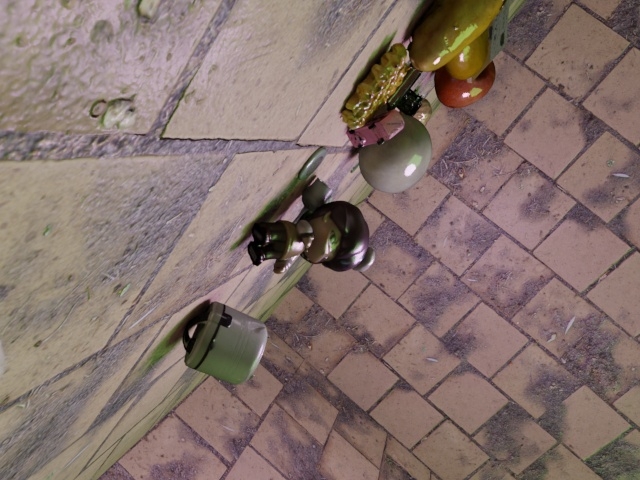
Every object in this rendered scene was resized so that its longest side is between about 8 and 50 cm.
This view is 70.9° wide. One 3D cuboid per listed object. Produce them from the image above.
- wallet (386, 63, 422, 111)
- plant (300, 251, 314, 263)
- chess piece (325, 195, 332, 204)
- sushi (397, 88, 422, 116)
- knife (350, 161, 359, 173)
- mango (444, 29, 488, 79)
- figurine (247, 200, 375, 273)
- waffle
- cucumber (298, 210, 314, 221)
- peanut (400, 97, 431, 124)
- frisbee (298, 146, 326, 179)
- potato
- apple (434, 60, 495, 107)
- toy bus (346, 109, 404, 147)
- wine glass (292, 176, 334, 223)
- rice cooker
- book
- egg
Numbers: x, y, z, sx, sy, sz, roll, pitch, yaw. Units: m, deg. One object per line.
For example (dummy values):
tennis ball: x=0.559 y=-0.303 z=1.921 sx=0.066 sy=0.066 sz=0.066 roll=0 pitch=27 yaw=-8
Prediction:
wallet: x=0.291 y=-0.523 z=1.430 sx=0.243 sy=0.039 sz=0.133 roll=-53 pitch=170 yaw=6
plant: x=0.000 y=0.000 z=1.944 sx=0.178 sy=0.204 sz=0.234 roll=-58 pitch=-171 yaw=-24
chess piece: x=0.022 y=-0.157 z=1.832 sx=0.042 sy=0.042 sz=0.093 roll=-53 pitch=179 yaw=38
sushi: x=0.319 y=-0.498 z=1.606 sx=0.056 sy=0.083 sz=0.085 roll=-44 pitch=171 yaw=-45
knife: x=0.198 y=-0.363 z=1.949 sx=0.212 sy=0.015 sz=0.054 roll=-48 pitch=175 yaw=-15
mango: x=0.442 y=-0.604 z=1.397 sx=0.331 sy=0.142 sz=0.195 roll=-33 pitch=120 yaw=-58
figurine: x=-0.009 y=-0.001 z=1.265 sx=0.365 sy=0.206 sz=0.218 roll=-15 pitch=119 yaw=-48
waffle: x=0.150 y=-0.385 z=1.124 sx=0.253 sy=0.056 sz=0.249 roll=-43 pitch=174 yaw=-45
cucumber: x=-0.048 y=-0.067 z=1.700 sx=0.074 sy=0.074 sz=0.241 roll=-48 pitch=172 yaw=-21
peanut: x=0.405 y=-0.531 z=1.941 sx=0.136 sy=0.120 sz=0.298 roll=-26 pitch=180 yaw=9
frisbee: x=-0.020 y=-0.205 z=1.211 sx=0.110 sy=0.014 sz=0.110 roll=-49 pitch=175 yaw=-5
potato: x=0.335 y=-0.544 z=1.085 sx=0.300 sy=0.140 sz=0.173 roll=-45 pitch=-177 yaw=9
apple: x=0.581 y=-0.663 z=1.847 sx=0.253 sy=0.253 sz=0.253 roll=-49 pitch=175 yaw=-6
toy bus: x=0.151 y=-0.306 z=1.244 sx=0.090 sy=0.063 sz=0.203 roll=-40 pitch=-161 yaw=-16
wine glass: x=-0.045 y=-0.103 z=1.399 sx=0.195 sy=0.079 sz=0.079 roll=-49 pitch=175 yaw=11
rice cooker: x=-0.300 y=0.312 z=1.385 sx=0.226 sy=0.244 sz=0.226 roll=-52 pitch=-157 yaw=33
book: x=0.624 y=-0.786 z=1.658 sx=0.389 sy=0.032 sz=0.269 roll=-48 pitch=139 yaw=-33
egg: x=0.265 y=-0.304 z=1.609 sx=0.258 sy=0.258 sz=0.352 roll=-48 pitch=174 yaw=-17
